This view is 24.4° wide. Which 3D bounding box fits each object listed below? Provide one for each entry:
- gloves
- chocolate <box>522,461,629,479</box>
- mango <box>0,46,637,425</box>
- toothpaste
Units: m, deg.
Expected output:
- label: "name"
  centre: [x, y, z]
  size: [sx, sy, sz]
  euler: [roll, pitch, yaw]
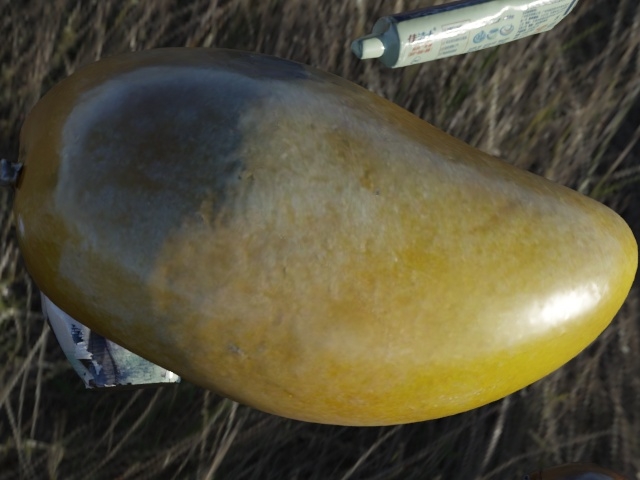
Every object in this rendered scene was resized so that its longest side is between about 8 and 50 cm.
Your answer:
- label: "gloves"
  centre: [-0.176, 0.020, 1.270]
  size: [0.127, 0.111, 0.212]
  euler: [-10, 79, 27]
- label: "chocolate"
  centre: [0.218, 0.263, 1.272]
  size: [0.124, 0.127, 0.133]
  euler: [32, 47, -30]
- label: "mango"
  centre: [0.000, 0.000, 0.882]
  size: [0.384, 0.199, 0.221]
  euler: [9, 26, -8]
- label: "toothpaste"
  centre: [0.143, -0.204, 1.396]
  size: [0.268, 0.069, 0.047]
  euler: [-15, 39, -30]
